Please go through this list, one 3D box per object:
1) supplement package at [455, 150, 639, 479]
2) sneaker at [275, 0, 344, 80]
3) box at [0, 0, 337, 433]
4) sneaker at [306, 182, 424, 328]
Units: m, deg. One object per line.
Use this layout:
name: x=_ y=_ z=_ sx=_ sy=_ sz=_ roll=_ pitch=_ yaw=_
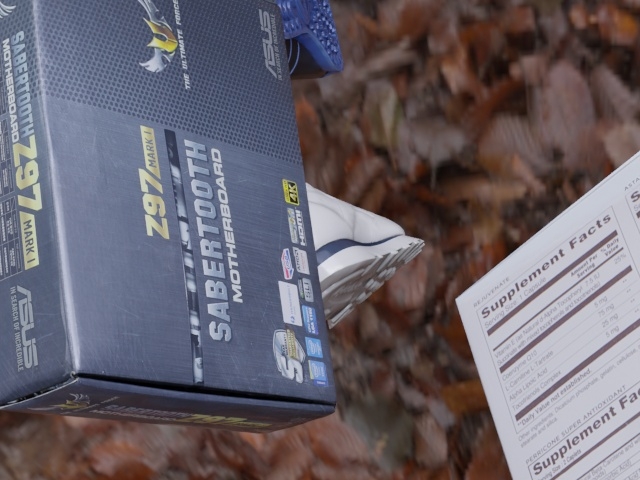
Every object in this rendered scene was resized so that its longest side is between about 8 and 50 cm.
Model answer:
supplement package: x=0.218 y=0.099 z=0.727 sx=0.198 sy=0.199 sz=0.263 roll=-41 pitch=40 yaw=24
sneaker: x=-0.050 y=-0.149 z=1.202 sx=0.090 sy=0.232 sz=0.081 roll=-14 pitch=85 yaw=14
box: x=-0.082 y=-0.027 z=0.841 sx=0.059 sy=0.183 sz=0.233 roll=-22 pitch=68 yaw=36
sneaker: x=0.000 y=0.000 z=1.140 sx=0.095 sy=0.235 sz=0.090 roll=44 pitch=96 yaw=11
